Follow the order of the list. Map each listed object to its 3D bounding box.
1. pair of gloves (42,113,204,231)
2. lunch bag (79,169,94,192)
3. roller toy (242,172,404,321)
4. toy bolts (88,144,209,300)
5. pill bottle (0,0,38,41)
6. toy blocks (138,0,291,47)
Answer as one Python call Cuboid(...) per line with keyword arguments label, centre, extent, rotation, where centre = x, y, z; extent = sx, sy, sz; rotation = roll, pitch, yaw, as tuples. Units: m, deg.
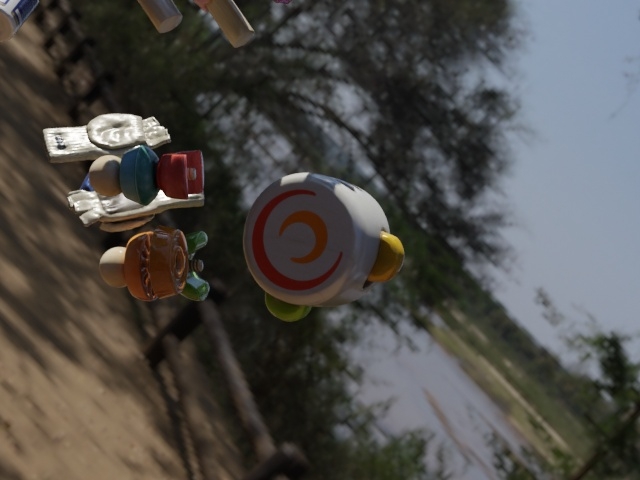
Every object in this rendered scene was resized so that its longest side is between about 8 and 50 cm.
Cuboid(label="pair of gloves", centre=(-0.308, -0.107, 1.978), extent=(0.240, 0.204, 0.042), rotation=(57, -27, 37))
Cuboid(label="lunch bag", centre=(-0.372, -0.075, 2.217), extent=(0.098, 0.065, 0.067), rotation=(25, 43, -16))
Cuboid(label="roller toy", centre=(0.000, 0.000, 1.845), extent=(0.146, 0.209, 0.191), rotation=(10, 55, -67))
Cuboid(label="toy bolts", centre=(-0.260, -0.022, 1.804), extent=(0.218, 0.158, 0.229), rotation=(-18, 107, -79))
Cuboid(label="pill bottle", centre=(-0.457, -0.352, 1.877), extent=(0.067, 0.067, 0.120), rotation=(45, 42, -22))
Cuboid(label="toy blocks", centre=(-0.148, -0.487, 1.893), extent=(0.260, 0.309, 0.288), rotation=(56, 22, 13))
